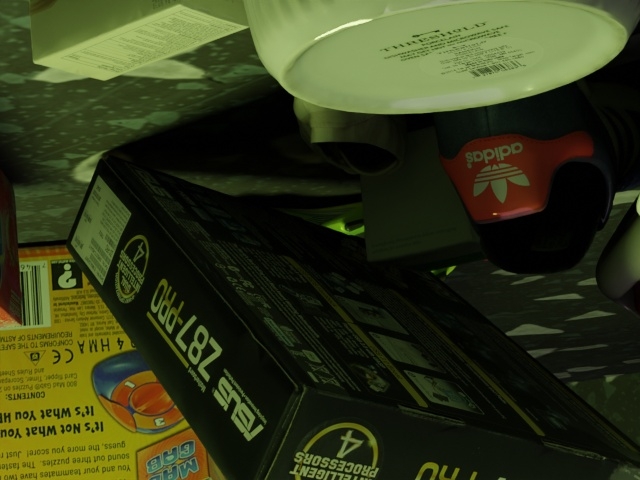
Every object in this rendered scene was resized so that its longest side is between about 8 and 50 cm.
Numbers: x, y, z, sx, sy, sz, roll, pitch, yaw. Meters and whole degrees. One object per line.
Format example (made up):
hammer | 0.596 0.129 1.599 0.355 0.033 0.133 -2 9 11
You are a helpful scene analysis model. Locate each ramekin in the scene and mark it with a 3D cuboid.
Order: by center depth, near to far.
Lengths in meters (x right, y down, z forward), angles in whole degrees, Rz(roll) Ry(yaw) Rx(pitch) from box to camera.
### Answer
ramekin | 0.057 -0.135 0.743 0.207 0.109 0.207 -6 168 -1

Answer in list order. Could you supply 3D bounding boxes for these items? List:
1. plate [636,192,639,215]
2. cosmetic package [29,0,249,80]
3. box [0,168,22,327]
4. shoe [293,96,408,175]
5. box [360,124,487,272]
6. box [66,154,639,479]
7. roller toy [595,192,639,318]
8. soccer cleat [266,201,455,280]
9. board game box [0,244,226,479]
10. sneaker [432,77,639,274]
plate | 0.339 -0.119 0.902 0.277 0.045 0.278 -4 142 -12
cosmetic package | -0.101 -0.126 0.871 0.115 0.041 0.060 -14 166 35
box | -0.303 -0.007 1.147 0.128 0.122 0.257 -6 168 -3
shoe | 0.020 -0.074 1.132 0.077 0.058 0.219 -8 168 10
box | 0.096 -0.034 1.258 0.101 0.102 0.087 -12 165 34
box | 0.019 0.081 1.155 0.318 0.097 0.395 15 -165 -32
roller toy | 0.297 -0.005 1.097 0.209 0.146 0.191 -58 173 33
soccer cleat | 0.000 -0.001 1.474 0.289 0.093 0.121 -5 -161 -26
board game box | -0.188 0.206 1.643 0.357 0.356 0.356 -4 168 -5
sneaker | 0.168 -0.043 1.136 0.131 0.148 0.350 -12 167 26
